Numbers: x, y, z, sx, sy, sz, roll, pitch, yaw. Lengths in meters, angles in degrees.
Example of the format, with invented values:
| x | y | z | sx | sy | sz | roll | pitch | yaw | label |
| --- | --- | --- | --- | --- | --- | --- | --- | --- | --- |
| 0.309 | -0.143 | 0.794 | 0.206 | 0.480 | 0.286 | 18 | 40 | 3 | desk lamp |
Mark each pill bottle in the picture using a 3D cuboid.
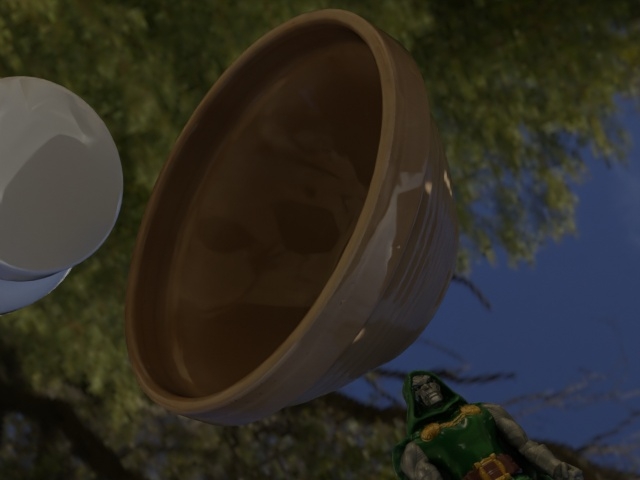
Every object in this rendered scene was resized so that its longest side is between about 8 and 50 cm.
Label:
| x | y | z | sx | sy | sz | roll | pitch | yaw | label |
| --- | --- | --- | --- | --- | --- | --- | --- | --- | --- |
| -0.249 | -0.018 | 1.067 | 0.265 | 0.153 | 0.153 | -18 | -154 | 53 | pill bottle |

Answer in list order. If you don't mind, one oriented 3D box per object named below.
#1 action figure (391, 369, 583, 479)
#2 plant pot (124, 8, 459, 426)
| x | y | z | sx | sy | sz | roll | pitch | yaw | label |
| --- | --- | --- | --- | --- | --- | --- | --- | --- | --- |
| 0.114 | 0.162 | 0.914 | 0.137 | 0.063 | 0.232 | -25 | -127 | -20 | action figure |
| 0.000 | 0.000 | 0.879 | 0.237 | 0.110 | 0.237 | -36 | -140 | 39 | plant pot |
